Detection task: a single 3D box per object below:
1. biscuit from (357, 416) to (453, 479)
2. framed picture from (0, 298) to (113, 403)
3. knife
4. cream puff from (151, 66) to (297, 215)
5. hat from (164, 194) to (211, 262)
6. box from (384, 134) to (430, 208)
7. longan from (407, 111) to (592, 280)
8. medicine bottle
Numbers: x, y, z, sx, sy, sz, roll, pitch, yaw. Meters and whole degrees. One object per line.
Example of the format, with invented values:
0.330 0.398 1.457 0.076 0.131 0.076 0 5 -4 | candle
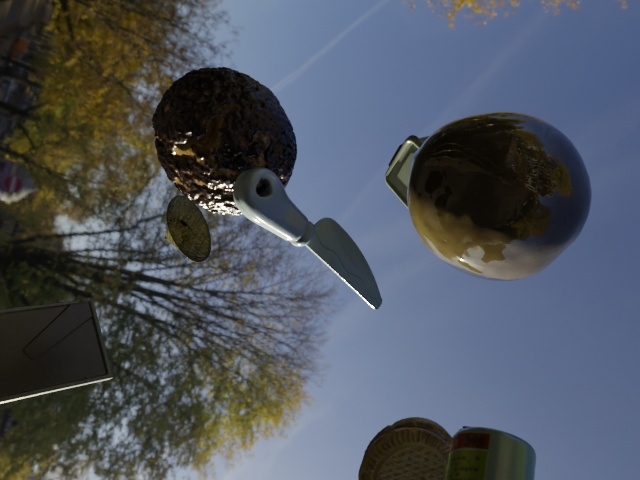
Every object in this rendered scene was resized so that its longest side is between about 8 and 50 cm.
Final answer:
0.208 0.539 1.425 0.079 0.259 0.259 -144 -105 -75 | biscuit
-0.643 0.247 1.404 0.020 0.290 0.211 -35 -111 42 | framed picture
0.000 -0.002 0.904 0.044 0.331 0.080 -6 -125 44 | knife
-0.157 -0.147 0.950 0.165 0.239 0.239 -42 -174 -39 | cream puff
-0.293 -0.015 1.246 0.067 0.146 0.146 -18 -129 20 | hat
0.345 -0.160 1.709 0.294 0.168 0.193 52 -38 20 | box
0.307 -0.077 1.068 0.319 0.319 0.318 -40 -139 45 | longan
0.263 0.425 0.969 0.139 0.139 0.225 -33 -149 50 | medicine bottle
